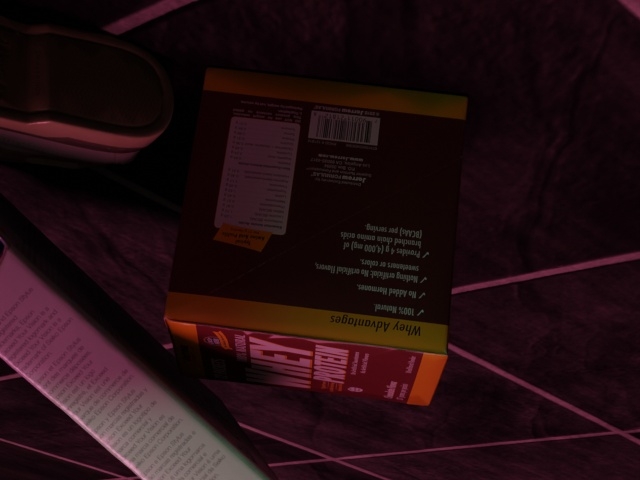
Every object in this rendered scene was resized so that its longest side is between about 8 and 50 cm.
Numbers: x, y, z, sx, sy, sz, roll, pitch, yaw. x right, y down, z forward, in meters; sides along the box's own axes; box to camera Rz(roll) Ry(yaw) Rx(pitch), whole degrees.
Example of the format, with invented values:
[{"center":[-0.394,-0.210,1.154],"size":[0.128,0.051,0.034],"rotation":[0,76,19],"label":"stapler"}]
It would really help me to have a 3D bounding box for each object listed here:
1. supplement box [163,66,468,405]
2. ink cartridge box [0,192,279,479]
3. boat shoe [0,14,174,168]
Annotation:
[{"center":[0.000,0.000,0.927],"size":[0.191,0.194,0.129],"rotation":[7,158,1],"label":"supplement box"},{"center":[-0.185,0.071,0.974],"size":[0.330,0.071,0.324],"rotation":[44,175,-12],"label":"ink cartridge box"},{"center":[-0.255,-0.107,0.855],"size":[0.302,0.113,0.103],"rotation":[18,149,-27],"label":"boat shoe"}]
